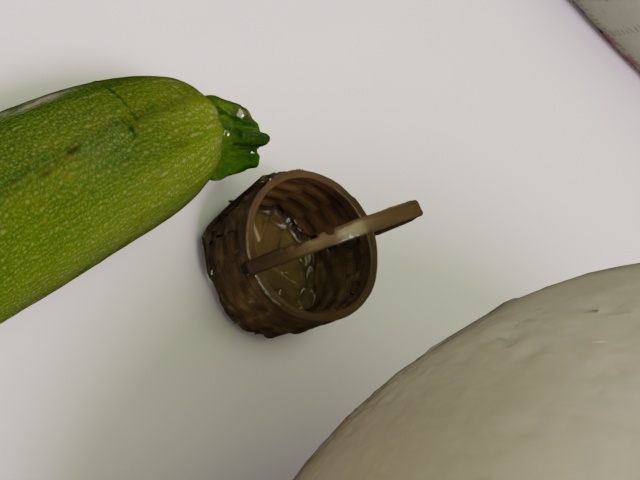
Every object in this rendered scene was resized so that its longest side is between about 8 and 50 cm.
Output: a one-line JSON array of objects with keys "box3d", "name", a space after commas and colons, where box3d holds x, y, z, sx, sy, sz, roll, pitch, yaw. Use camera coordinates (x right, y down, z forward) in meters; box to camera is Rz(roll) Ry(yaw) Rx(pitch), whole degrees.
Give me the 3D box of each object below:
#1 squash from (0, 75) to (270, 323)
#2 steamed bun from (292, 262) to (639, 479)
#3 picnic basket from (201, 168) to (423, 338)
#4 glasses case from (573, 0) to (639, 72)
[{"box3d": [-0.108, -0.011, 0.589, 0.252, 0.066, 0.066, -34, 98, -42], "name": "squash"}, {"box3d": [0.100, 0.194, 0.569, 0.374, 0.241, 0.374, 5, 83, -45], "name": "steamed bun"}, {"box3d": [0.000, 0.000, 0.662, 0.072, 0.083, 0.072, 13, 69, -36], "name": "picnic basket"}, {"box3d": [0.243, -0.094, 0.866, 0.327, 0.125, 0.076, 38, 60, -24], "name": "glasses case"}]
